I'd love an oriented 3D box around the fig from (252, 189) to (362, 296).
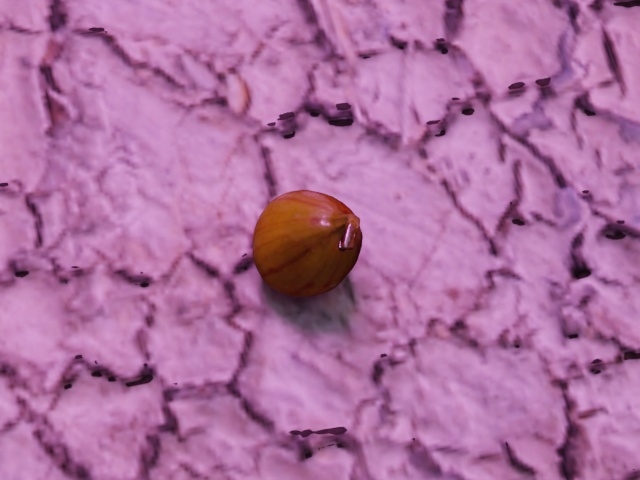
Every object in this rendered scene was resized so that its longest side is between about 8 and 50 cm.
[{"bbox_3d":[0.000,0.000,0.771,0.050,0.083,0.050,3,83,-23],"label":"fig"}]
